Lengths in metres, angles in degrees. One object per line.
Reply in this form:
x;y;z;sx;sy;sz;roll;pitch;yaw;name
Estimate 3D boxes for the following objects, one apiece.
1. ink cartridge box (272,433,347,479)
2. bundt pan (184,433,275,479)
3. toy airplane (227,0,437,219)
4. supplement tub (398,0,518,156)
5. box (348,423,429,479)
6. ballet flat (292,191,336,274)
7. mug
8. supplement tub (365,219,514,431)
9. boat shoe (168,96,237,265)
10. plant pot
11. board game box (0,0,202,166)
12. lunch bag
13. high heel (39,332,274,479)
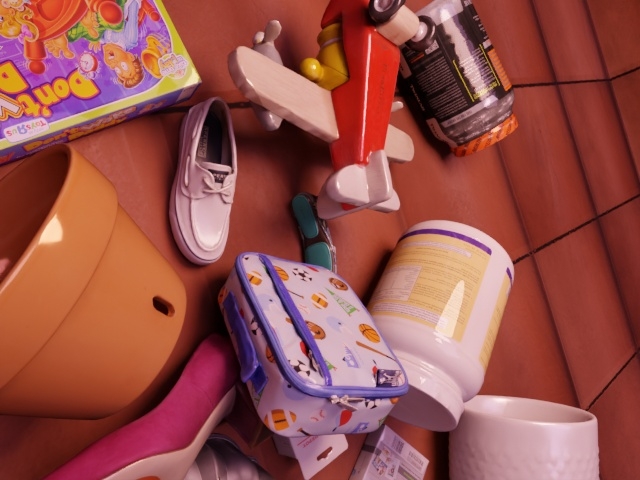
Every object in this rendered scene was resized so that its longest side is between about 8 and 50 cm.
-0.034;0.284;0.794;0.104;0.061;0.182;-20;92;-39;ink cartridge box
-0.171;0.427;0.621;0.330;0.124;0.331;10;74;-35;bundt pan
0.032;-0.225;0.845;0.384;0.272;0.386;-51;133;-33;toy airplane
0.317;-0.383;1.122;0.207;0.207;0.338;-39;104;-36;supplement tub
0.118;0.463;0.887;0.145;0.038;0.186;44;56;-21;box
0.000;0.000;0.889;0.070;0.070;0.189;-13;92;-38;ballet flat
0.413;0.507;0.984;0.374;0.276;0.328;22;70;-65;mug
0.206;0.153;0.895;0.241;0.241;0.331;44;57;-21;supplement tub
-0.175;-0.098;0.756;0.096;0.088;0.268;12;73;-35;boat shoe
-0.292;0.068;0.530;0.203;0.290;0.291;45;55;-41;plant pot
-0.367;-0.249;0.617;0.347;0.078;0.234;-32;100;-28;board game box
-0.020;0.146;0.704;0.243;0.303;0.115;17;114;-37;lunch bag
-0.210;0.219;0.581;0.377;0.181;0.127;0;121;-56;high heel
